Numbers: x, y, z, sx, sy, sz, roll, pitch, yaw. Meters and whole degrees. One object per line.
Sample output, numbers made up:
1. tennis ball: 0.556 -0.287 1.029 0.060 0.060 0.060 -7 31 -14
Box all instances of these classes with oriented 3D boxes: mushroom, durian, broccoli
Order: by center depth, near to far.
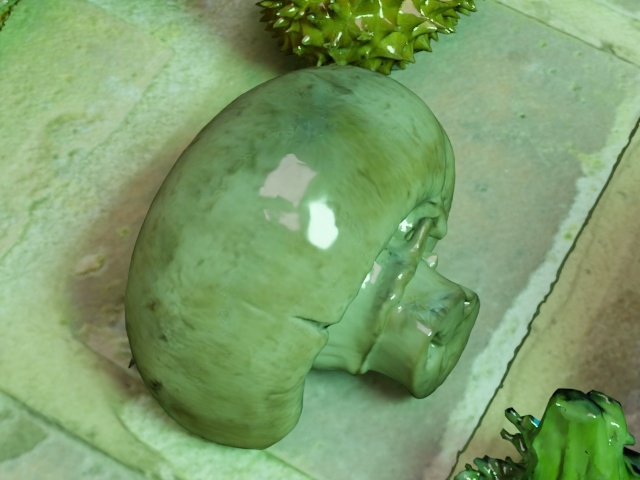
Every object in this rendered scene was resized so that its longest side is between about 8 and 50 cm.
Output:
1. broccoli: 0.134 0.145 0.585 0.167 0.160 0.154 15 28 19
2. mushroom: 0.000 0.000 0.654 0.195 0.189 0.253 30 62 19
3. durian: 0.048 -0.206 0.839 0.250 0.183 0.138 -39 102 -29

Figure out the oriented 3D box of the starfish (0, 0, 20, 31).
1. starfish: -0.210 -0.273 0.830 0.358 0.078 0.347 24 94 17
